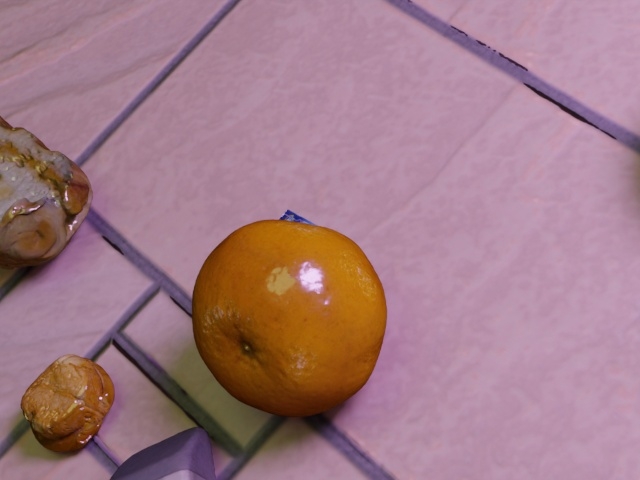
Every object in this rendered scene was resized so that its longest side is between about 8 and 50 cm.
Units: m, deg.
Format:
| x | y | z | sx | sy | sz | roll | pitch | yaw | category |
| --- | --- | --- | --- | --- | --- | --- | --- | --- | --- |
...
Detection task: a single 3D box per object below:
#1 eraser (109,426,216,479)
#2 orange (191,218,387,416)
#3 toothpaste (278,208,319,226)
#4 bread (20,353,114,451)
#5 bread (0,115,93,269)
| x | y | z | sx | sy | sz | roll | pitch | yaw | category |
| --- | --- | --- | --- | --- | --- | --- | --- | --- | --- |
| -0.105 | 0.293 | 1.118 | 0.089 | 0.061 | 0.352 | -26 | 53 | 19 | eraser |
| -0.020 | 0.057 | 1.176 | 0.159 | 0.159 | 0.136 | 12 | 30 | 32 | orange |
| 0.000 | 0.000 | 1.276 | 0.083 | 0.020 | 0.017 | 29 | 72 | 36 | toothpaste |
| -0.212 | 0.135 | 1.283 | 0.081 | 0.046 | 0.083 | -5 | 61 | 30 | bread |
| -0.306 | -0.046 | 1.416 | 0.128 | 0.088 | 0.232 | -40 | 46 | -25 | bread |
